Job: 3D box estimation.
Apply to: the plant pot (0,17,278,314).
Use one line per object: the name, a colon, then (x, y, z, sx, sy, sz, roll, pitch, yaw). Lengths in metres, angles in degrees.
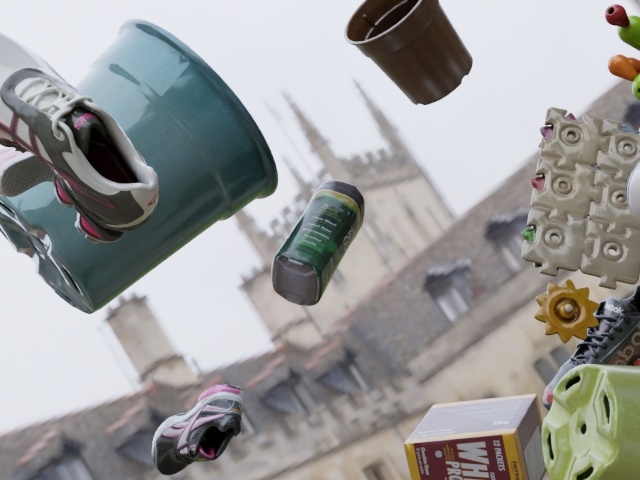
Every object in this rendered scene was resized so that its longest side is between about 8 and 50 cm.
plant pot: (-0.299, -0.092, 1.976, 0.334, 0.341, 0.341, -42, -11, -19)

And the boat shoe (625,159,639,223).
boat shoe: (0.443, -0.092, 1.607, 0.340, 0.127, 0.158, -15, 19, -36)

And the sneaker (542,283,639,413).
sneaker: (0.442, 0.163, 2.074, 0.276, 0.135, 0.097, -33, 26, -17)

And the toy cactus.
toy cactus: (0.375, -0.143, 1.312, 0.112, 0.219, 0.180, -53, -29, 6)

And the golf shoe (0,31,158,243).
golf shoe: (-0.256, -0.123, 1.293, 0.105, 0.273, 0.120, -50, 6, -29)

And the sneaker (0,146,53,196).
sneaker: (-0.311, -0.083, 1.421, 0.134, 0.070, 0.051, -27, -58, -50)

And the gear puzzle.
gear puzzle: (0.359, -0.014, 1.810, 0.175, 0.339, 0.044, 13, -24, 3)

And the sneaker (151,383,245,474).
sneaker: (-0.167, 0.268, 1.800, 0.072, 0.077, 0.178, 23, -53, -27)

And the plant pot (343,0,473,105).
plant pot: (0.151, -0.318, 2.171, 0.167, 0.165, 0.167, -30, 31, 21)

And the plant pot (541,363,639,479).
plant pot: (0.461, 0.282, 1.885, 0.254, 0.276, 0.276, 12, -35, -21)

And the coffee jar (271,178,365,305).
coffee jar: (0.000, 0.000, 1.918, 0.096, 0.079, 0.184, 94, -160, -47)

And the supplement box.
supplement box: (0.266, 0.358, 2.257, 0.191, 0.129, 0.194, -9, 9, 21)
